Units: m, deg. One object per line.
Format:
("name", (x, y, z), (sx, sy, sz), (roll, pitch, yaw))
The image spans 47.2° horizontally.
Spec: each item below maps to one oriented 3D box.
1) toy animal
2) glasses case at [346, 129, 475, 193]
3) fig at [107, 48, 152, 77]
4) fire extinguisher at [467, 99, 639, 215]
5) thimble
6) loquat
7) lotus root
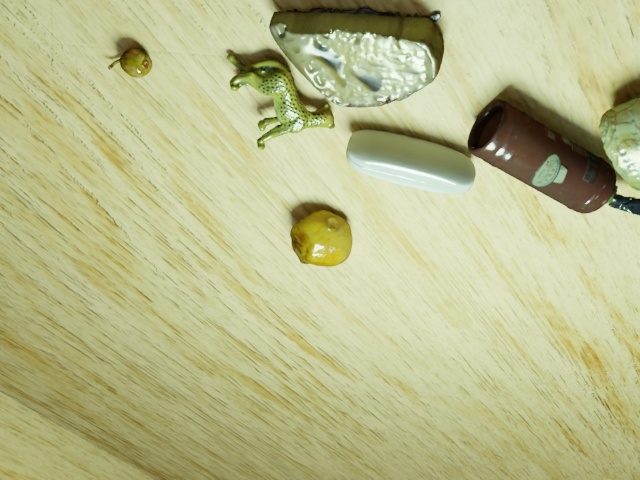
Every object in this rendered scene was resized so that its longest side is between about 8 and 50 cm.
("toy animal", (-0.068, -0.249, 1.245), (0.136, 0.073, 0.181), (-14, 124, 16))
("glasses case", (0.161, -0.140, 1.299), (0.234, 0.092, 0.059), (13, 140, -5))
("fig", (-0.327, -0.302, 1.246), (0.083, 0.050, 0.050), (5, 143, 28))
("fire extinguisher", (0.423, -0.117, 1.241), (0.344, 0.102, 0.138), (25, 177, -17))
("thimble", (0.545, -0.156, 1.157), (0.144, 0.137, 0.191), (-23, 142, 35))
("loquat", (0.000, 0.000, 1.503), (0.137, 0.112, 0.137), (-9, 160, -3))
("lotus root", (0.063, -0.287, 1.156), (0.261, 0.074, 0.170), (1, 144, 12))
